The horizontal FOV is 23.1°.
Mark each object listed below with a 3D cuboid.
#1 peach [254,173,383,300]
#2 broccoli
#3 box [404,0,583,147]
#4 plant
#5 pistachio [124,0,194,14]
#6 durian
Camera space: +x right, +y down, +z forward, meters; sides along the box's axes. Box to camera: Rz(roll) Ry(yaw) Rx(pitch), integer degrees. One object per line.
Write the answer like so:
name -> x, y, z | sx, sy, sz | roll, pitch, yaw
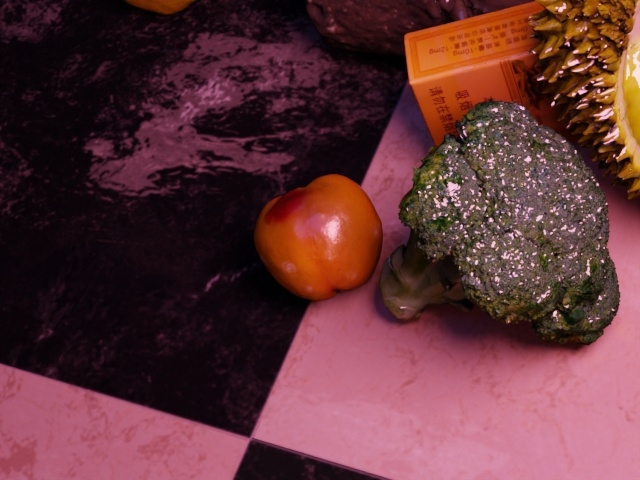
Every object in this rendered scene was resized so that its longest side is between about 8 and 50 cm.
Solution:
peach -> 0.000, 0.000, 1.697 | 0.138, 0.138, 0.138 | -8, 58, 14
broccoli -> 0.177, 0.006, 1.598 | 0.269, 0.269, 0.254 | 19, 31, 27
box -> 0.243, -0.178, 1.687 | 0.274, 0.174, 0.076 | -13, 57, 11
plant -> 0.147, -0.294, 1.791 | 0.321, 0.181, 0.194 | 0, 61, 24
pistachio -> -0.205, -0.344, 1.988 | 0.189, 0.100, 0.110 | 13, 88, 15
durian -> 0.326, -0.144, 1.562 | 0.169, 0.352, 0.158 | -39, 30, 8
